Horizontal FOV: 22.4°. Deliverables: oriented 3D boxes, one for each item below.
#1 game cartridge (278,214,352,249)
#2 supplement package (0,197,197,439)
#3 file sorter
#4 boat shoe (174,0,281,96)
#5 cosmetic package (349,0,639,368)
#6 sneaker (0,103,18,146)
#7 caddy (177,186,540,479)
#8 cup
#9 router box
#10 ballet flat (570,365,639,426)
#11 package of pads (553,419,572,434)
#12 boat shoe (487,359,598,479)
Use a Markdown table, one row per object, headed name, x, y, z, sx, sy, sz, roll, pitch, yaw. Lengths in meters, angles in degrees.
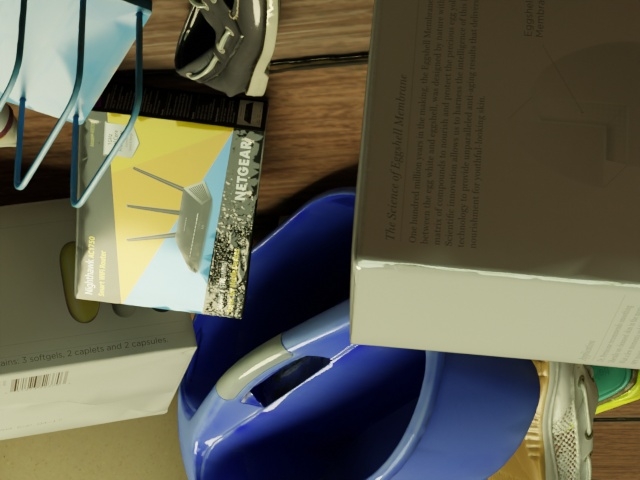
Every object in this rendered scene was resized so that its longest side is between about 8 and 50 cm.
| name | x | y | z | sx | sy | sz | roll | pitch | yaw |
| --- | --- | --- | --- | --- | --- | --- | --- | --- | --- |
| game cartridge | 0.000 | 0.000 | 1.372 | 0.056 | 0.017 | 0.083 | -2 | 155 | 27 |
| supplement package | -0.255 | 0.071 | 1.345 | 0.262 | 0.145 | 0.204 | -8 | 161 | -17 |
| file sorter | -0.208 | -0.107 | 1.024 | 0.170 | 0.104 | 0.118 | 18 | 135 | -24 |
| boat shoe | -0.058 | -0.144 | 0.981 | 0.065 | 0.075 | 0.206 | 5 | 161 | -5 |
| cosmetic package | 0.135 | -0.053 | 0.952 | 0.224 | 0.224 | 0.138 | 6 | 156 | 1 |
| sneaker | -0.311 | -0.076 | 1.203 | 0.185 | 0.069 | 0.084 | -7 | 148 | 29 |
| caddy | 0.009 | 0.105 | 1.292 | 0.179 | 0.241 | 0.341 | 8 | 147 | -38 |
| cup | -0.284 | 0.293 | 1.839 | 0.331 | 0.237 | 0.331 | 5 | 156 | 2 |
| router box | -0.113 | -0.028 | 1.202 | 0.133 | 0.046 | 0.179 | 7 | 128 | -1 |
| ballet flat | 0.251 | 0.151 | 1.598 | 0.077 | 0.077 | 0.231 | 3 | 161 | -38 |
| package of pads | 0.079 | 0.141 | 1.571 | 0.229 | 0.101 | 0.296 | 21 | 153 | -31 |
| boat shoe | 0.197 | 0.135 | 1.421 | 0.096 | 0.277 | 0.098 | -19 | -155 | -34 |
